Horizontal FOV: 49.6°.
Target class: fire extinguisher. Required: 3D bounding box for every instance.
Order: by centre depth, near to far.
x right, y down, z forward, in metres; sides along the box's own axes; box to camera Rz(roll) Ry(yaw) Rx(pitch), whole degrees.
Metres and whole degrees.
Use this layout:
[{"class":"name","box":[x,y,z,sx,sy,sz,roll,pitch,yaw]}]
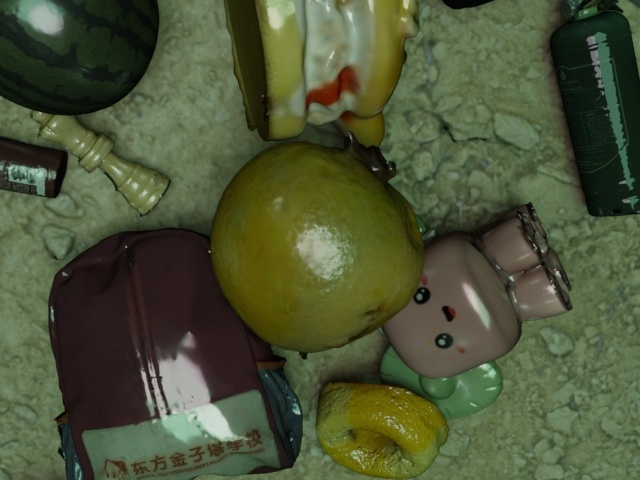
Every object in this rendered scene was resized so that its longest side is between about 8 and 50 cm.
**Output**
[{"class":"fire extinguisher","box":[0.357,-0.184,0.870,0.095,0.114,0.311,-20,103,-7]}]

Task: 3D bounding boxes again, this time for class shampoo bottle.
[{"class":"shampoo bottle","box":[-0.422,-0.098,0.803,0.237,0.067,0.068,12,92,-10]}]

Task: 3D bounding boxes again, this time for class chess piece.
[{"class":"chess piece","box":[-0.260,-0.100,0.811,0.172,0.060,0.060,38,95,-25]}]

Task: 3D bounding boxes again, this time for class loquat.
[{"class":"loquat","box":[0.000,0.000,0.740,0.244,0.244,0.243,-2,103,-8]}]

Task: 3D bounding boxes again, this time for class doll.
[{"class":"doll","box":[0.168,0.076,0.883,0.268,0.216,0.284,-26,88,23]}]

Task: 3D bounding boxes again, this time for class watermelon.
[{"class":"watermelon","box":[-0.277,-0.234,0.716,0.212,0.212,0.212,-2,103,-8]}]

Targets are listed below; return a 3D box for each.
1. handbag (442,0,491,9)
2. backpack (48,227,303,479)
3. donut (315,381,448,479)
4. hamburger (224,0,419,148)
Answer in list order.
[{"class":"handbag","box":[0.245,-0.436,0.761,0.302,0.178,0.275,-23,105,-2]},{"class":"backpack","box":[-0.187,0.142,0.827,0.283,0.197,0.317,-15,88,-6]},{"class":"donut","box":[0.074,0.251,0.899,0.178,0.065,0.162,-10,127,35]},{"class":"hamburger","box":[0.000,-0.226,0.744,0.187,0.261,0.302,-9,122,-10]}]
